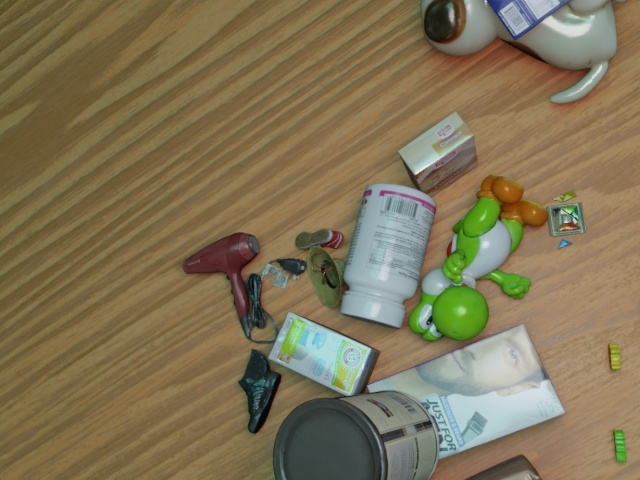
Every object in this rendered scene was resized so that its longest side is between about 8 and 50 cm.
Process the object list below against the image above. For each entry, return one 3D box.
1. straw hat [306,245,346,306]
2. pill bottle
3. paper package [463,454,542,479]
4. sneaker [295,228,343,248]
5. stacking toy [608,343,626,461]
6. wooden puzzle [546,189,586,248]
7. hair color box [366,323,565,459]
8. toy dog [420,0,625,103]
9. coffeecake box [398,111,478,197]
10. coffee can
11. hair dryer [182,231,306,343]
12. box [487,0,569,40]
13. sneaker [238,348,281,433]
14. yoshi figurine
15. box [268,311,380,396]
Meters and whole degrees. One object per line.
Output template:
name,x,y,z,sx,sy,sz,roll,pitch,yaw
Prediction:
straw hat,0.031,0.072,1.445,0.061,0.144,0.144,-14,68,-29
pill bottle,0.139,0.035,1.374,0.160,0.160,0.283,12,81,19
paper package,0.268,0.521,1.131,0.309,0.325,0.168,-28,71,8
sneaker,0.000,0.000,1.492,0.118,0.067,0.042,-11,74,45
stacking toy,0.641,0.307,1.223,0.167,0.052,0.221,-2,78,18
wooden puzzle,0.517,-0.046,1.360,0.078,0.014,0.116,-14,74,13
hair color box,0.285,0.317,1.293,0.339,0.110,0.185,-24,71,8
toy dog,0.422,-0.506,1.393,0.408,0.284,0.395,4,115,16
coffeecake box,0.254,-0.174,1.376,0.142,0.185,0.068,-34,70,6
coffee can,0.073,0.373,1.142,0.201,0.275,0.201,-5,79,28
hair dryer,-0.198,0.092,1.503,0.293,0.080,0.223,23,85,20
box,0.426,-0.502,1.213,0.225,0.036,0.136,-33,100,30
sneaker,-0.147,0.336,1.446,0.089,0.051,0.170,19,78,20
yoshi figurine,0.323,0.061,1.301,0.203,0.203,0.362,33,91,14
box,0.012,0.246,1.390,0.203,0.103,0.114,22,84,20
